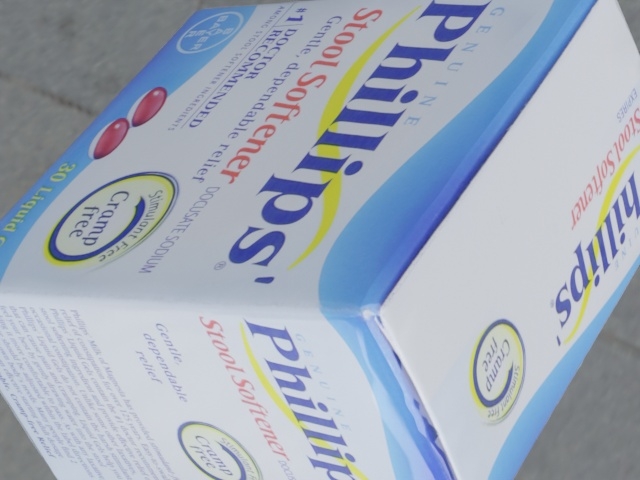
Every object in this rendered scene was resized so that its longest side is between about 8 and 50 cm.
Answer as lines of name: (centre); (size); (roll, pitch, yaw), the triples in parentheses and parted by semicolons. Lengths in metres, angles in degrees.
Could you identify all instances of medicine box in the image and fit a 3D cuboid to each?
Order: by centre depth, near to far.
medicine box: (0.000, 0.000, 0.934); (0.289, 0.263, 0.149); (0, 130, 39)
